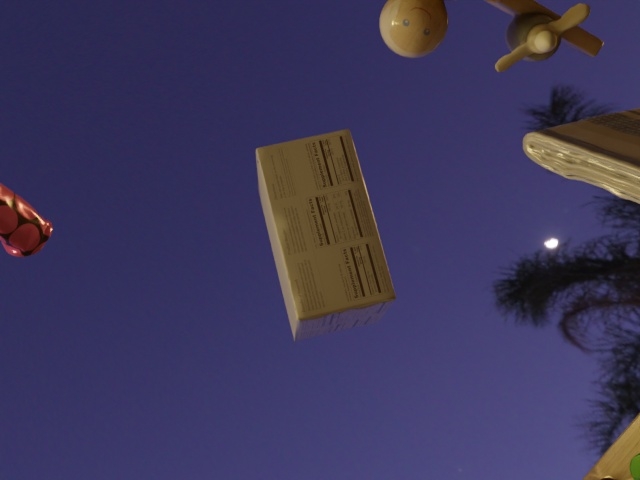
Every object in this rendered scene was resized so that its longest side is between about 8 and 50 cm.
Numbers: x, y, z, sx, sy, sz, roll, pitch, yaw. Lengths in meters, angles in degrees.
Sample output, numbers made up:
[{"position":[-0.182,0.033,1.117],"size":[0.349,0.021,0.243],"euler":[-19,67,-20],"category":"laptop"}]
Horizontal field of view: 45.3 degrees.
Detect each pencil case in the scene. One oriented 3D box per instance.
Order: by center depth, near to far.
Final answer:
[{"position":[-0.531,-0.055,1.220],"size":[0.209,0.098,0.095],"euler":[52,-146,-45],"category":"pencil case"}]

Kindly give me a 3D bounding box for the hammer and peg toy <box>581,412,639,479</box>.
[{"position":[0.440,0.235,0.741],"size":[0.127,0.266,0.361],"euler":[-6,-46,-40],"category":"hammer and peg toy"}]

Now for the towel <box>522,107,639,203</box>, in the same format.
[{"position":[0.347,-0.078,0.685],"size":[0.285,0.209,0.034],"euler":[-15,-60,-31],"category":"towel"}]

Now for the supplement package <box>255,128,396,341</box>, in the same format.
[{"position":[0.000,0.000,1.171],"size":[0.145,0.204,0.262],"euler":[-12,-105,-7],"category":"supplement package"}]

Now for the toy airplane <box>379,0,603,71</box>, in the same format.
[{"position":[0.145,-0.358,0.989],"size":[0.384,0.386,0.272],"euler":[32,-99,-56],"category":"toy airplane"}]
